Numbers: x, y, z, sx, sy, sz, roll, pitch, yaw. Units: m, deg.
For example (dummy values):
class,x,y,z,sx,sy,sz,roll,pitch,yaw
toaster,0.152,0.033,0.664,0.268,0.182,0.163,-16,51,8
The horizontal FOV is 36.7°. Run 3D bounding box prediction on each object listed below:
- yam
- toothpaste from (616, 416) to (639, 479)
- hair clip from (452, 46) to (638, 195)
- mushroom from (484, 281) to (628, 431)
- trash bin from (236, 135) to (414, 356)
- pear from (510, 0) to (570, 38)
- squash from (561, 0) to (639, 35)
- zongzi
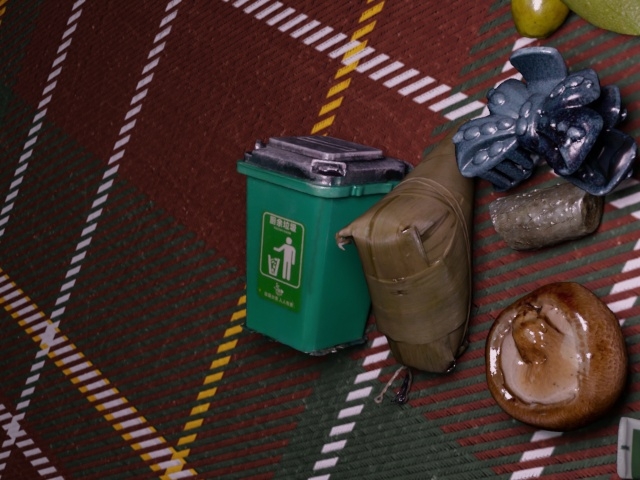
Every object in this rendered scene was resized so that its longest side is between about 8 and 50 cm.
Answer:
class,x,y,z,sx,sy,sz,roll,pitch,yaw
yam,0.383,-0.042,1.620,0.183,0.107,0.107,-16,76,37
toothpaste,0.620,0.332,1.411,0.392,0.061,0.099,1,87,43
hair clip,0.370,-0.183,1.560,0.310,0.194,0.206,7,79,55
mushroom,0.382,0.188,1.560,0.253,0.153,0.253,-2,87,49
trash bin,0.000,0.000,1.844,0.259,0.295,0.381,20,109,39
pear,0.378,-0.410,1.649,0.107,0.107,0.131,25,105,39
squash,0.467,-0.447,1.567,0.189,0.260,0.189,-47,18,21
zongzi,0.222,0.054,1.762,0.181,0.418,0.447,9,132,31
